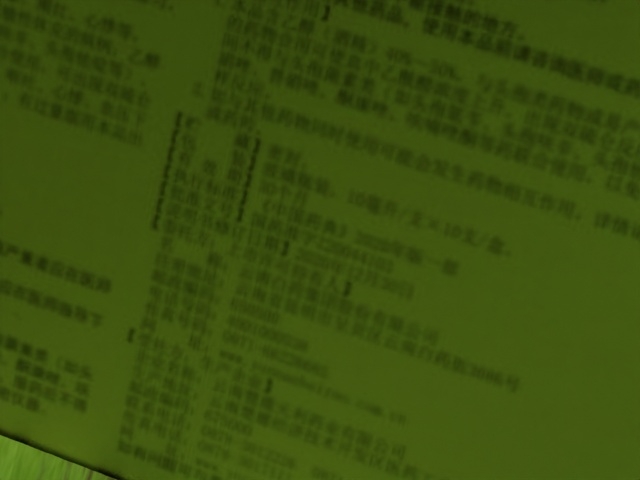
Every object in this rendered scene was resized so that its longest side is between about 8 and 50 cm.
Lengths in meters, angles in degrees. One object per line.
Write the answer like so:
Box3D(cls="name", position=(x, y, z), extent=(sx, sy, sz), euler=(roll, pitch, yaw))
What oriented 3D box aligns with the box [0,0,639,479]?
Box3D(cls="box", position=(-0.011, -0.042, 0.361), extent=(0.095, 0.212, 0.168), euler=(-41, 148, -65))
